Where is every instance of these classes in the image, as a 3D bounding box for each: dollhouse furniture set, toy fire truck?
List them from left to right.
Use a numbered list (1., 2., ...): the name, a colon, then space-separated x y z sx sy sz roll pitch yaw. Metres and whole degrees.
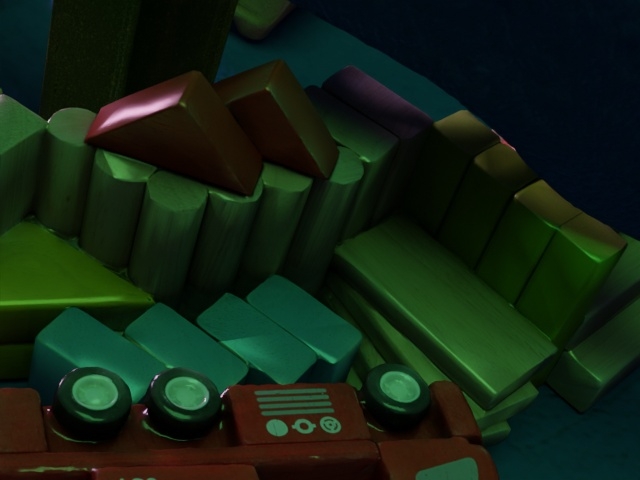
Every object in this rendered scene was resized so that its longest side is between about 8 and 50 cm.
1. dollhouse furniture set: -0.083 -0.190 0.588 0.197 0.151 0.301 31 44 11
2. toy fire truck: -0.032 0.094 0.307 0.192 0.047 0.135 2 40 -22

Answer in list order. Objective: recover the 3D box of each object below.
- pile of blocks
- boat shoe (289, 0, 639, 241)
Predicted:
1. pile of blocks: 0.000 0.000 0.459 0.362 0.112 0.149 -6 49 -24
2. boat shoe: 0.085 -0.088 0.434 0.258 0.109 0.089 36 45 -8
